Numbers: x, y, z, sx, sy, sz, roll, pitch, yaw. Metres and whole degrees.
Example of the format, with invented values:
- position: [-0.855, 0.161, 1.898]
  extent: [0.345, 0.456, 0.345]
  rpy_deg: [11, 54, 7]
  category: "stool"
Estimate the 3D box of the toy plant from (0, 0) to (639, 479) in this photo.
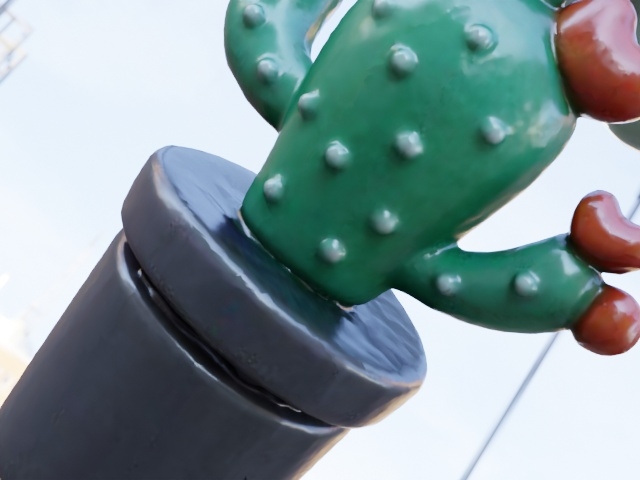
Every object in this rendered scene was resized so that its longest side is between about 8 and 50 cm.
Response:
- position: [-0.005, -0.009, 0.803]
  extent: [0.185, 0.400, 0.279]
  rpy_deg: [26, 23, -39]
  category: "toy plant"

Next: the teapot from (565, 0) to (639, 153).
- position: [0.312, -0.125, 1.282]
  extent: [0.149, 0.220, 0.318]
  rpy_deg: [-23, -74, 30]
  category: "teapot"
